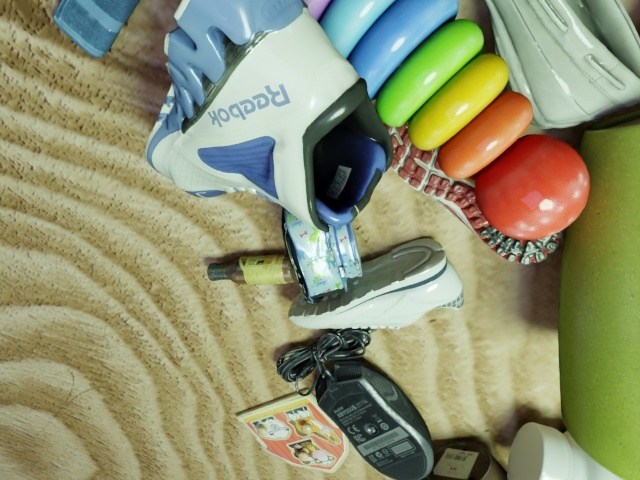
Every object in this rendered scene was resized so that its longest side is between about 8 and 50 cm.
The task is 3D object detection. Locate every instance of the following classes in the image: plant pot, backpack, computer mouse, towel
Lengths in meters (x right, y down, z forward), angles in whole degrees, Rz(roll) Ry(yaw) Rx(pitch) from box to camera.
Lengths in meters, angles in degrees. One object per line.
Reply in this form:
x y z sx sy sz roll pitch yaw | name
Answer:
0.342 0.024 0.428 0.275 0.275 0.293 -12 101 21 | plant pot
0.000 0.000 0.577 0.084 0.105 0.114 -19 116 0 | backpack
0.246 0.443 0.740 0.215 0.215 0.230 -18 100 24 | plant pot
0.077 0.244 0.730 0.188 0.072 0.272 -35 95 32 | computer mouse
-0.241 -0.263 0.520 0.067 0.029 0.119 44 121 -14 | towel

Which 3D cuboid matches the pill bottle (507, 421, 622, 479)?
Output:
0.411 0.349 0.650 0.272 0.152 0.152 17 124 3 | pill bottle

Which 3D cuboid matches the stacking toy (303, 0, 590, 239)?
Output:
0.097 -0.135 0.400 0.330 0.141 0.141 47 122 1 | stacking toy

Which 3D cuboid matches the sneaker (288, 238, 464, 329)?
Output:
0.066 0.082 0.622 0.235 0.090 0.095 -18 124 26 | sneaker

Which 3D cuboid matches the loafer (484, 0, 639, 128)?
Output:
0.171 -0.235 0.368 0.111 0.112 0.319 -1 135 52 | loafer

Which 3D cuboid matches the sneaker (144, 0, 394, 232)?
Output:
-0.046 -0.076 0.428 0.182 0.127 0.315 45 157 -4 | sneaker

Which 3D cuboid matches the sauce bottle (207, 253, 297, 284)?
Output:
-0.095 0.042 0.660 0.128 0.042 0.042 -4 120 15 | sauce bottle

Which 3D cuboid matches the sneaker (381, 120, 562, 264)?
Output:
0.147 -0.066 0.506 0.088 0.093 0.225 -42 86 13 | sneaker

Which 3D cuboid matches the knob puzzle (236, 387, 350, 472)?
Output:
-0.034 0.360 0.847 0.213 0.030 0.213 7 122 11 | knob puzzle
